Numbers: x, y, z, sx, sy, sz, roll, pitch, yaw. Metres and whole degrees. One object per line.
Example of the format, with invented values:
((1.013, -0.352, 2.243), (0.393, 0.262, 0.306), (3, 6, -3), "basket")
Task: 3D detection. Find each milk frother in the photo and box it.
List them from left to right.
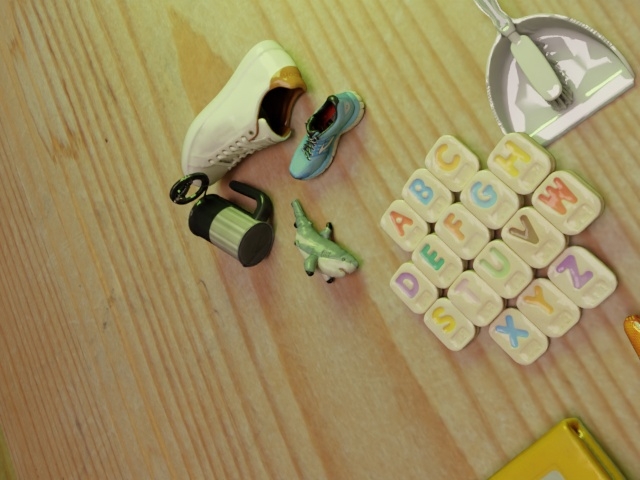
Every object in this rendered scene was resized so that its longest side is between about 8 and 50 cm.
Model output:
((-0.167, -0.038, 0.944), (0.134, 0.143, 0.129), (28, 108, 32), "milk frother")

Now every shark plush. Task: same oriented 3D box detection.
((0.000, 0.000, 0.894), (0.067, 0.073, 0.161), (-40, 48, 14), "shark plush")

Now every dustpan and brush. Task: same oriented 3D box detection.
((0.236, -0.223, 0.653), (0.147, 0.060, 0.211), (-38, 72, 35), "dustpan and brush")

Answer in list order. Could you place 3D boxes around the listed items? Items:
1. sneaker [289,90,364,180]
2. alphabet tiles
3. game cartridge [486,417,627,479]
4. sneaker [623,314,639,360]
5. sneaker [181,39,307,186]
((-0.007, -0.160, 0.845), (0.063, 0.073, 0.162), (49, 122, 22), "sneaker")
((0.208, 0.012, 0.714), (0.278, 0.021, 0.284), (48, 127, 21), "alphabet tiles")
((0.277, 0.422, 0.666), (0.324, 0.052, 0.285), (-55, 48, 29), "game cartridge")
((0.370, 0.161, 0.593), (0.067, 0.064, 0.175), (-37, 73, 31), "sneaker")
((-0.130, -0.174, 0.919), (0.290, 0.105, 0.123), (-50, 63, 30), "sneaker")
